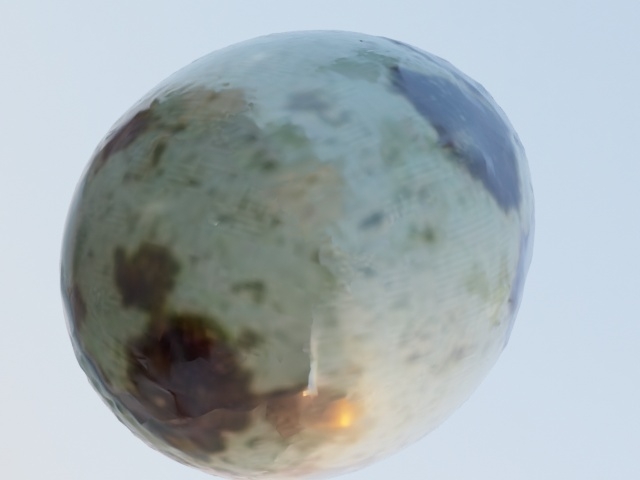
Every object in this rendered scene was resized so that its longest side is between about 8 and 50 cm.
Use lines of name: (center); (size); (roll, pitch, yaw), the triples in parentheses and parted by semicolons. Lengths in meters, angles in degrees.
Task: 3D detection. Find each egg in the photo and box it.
egg: (0.000, 0.000, 0.725); (0.169, 0.231, 0.169); (13, -63, 28)
